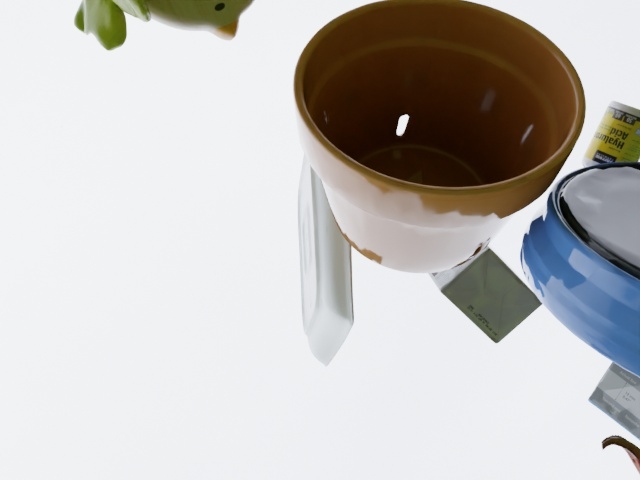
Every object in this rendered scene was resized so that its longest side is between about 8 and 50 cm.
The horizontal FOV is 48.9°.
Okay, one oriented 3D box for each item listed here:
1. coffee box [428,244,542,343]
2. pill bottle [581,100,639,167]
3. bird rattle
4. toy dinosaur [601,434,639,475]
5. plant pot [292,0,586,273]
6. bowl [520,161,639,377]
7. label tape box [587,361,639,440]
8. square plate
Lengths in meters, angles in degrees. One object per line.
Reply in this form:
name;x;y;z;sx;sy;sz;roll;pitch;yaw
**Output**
coffee box;0.274;0.040;1.349;0.119;0.297;0.168;-44;-66;10
pill bottle;0.373;-0.113;0.892;0.065;0.065;0.116;14;-72;-22
bird rattle;-0.150;-0.304;0.690;0.207;0.143;0.253;19;-101;-19
toy dinosaur;0.229;0.161;0.459;0.047;0.090;0.082;-45;-41;-48
plant pot;0.117;-0.099;0.780;0.291;0.290;0.203;-22;-33;-16
bowl;0.398;0.025;0.682;0.392;0.391;0.077;-5;-60;-19
label tape box;0.608;0.178;1.051;0.115;0.249;0.347;13;-70;-40
square plate;0.000;0.000;1.097;0.049;0.347;0.343;-1;-110;-6
